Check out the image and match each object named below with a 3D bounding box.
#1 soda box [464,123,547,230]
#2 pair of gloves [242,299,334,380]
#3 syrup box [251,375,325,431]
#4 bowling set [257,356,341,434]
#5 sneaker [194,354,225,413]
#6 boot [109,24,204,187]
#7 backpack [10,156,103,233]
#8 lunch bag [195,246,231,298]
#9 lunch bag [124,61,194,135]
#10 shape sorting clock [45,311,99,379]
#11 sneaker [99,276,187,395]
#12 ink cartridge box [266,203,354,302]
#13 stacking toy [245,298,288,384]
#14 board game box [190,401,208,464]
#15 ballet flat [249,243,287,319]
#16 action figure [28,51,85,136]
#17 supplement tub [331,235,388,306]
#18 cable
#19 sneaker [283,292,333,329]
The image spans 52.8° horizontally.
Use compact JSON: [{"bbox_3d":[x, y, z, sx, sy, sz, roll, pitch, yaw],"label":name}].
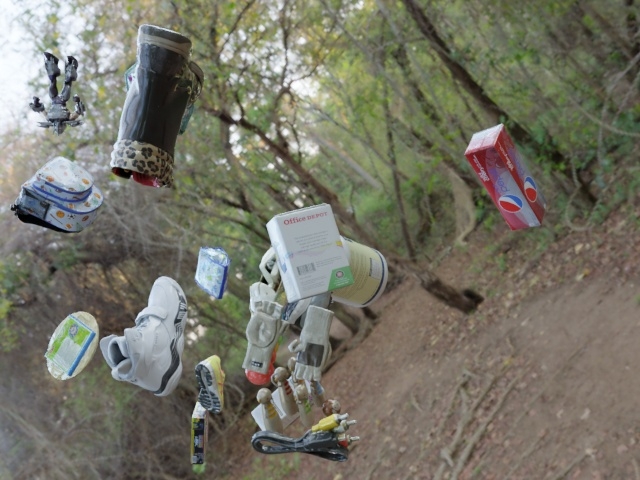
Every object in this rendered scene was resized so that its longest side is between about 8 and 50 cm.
[{"bbox_3d":[0.461,-0.150,1.589,0.083,0.263,0.092,-13,35,43],"label":"soda box"},{"bbox_3d":[-0.085,0.272,1.764,0.042,0.239,0.204,15,-98,-81],"label":"pair of gloves"},{"bbox_3d":[-0.106,0.549,2.183,0.236,0.096,0.093,-40,-32,-3],"label":"syrup box"},{"bbox_3d":[-0.042,0.434,1.869,0.199,0.154,0.287,-8,18,19],"label":"bowling set"},{"bbox_3d":[-0.331,0.453,2.029,0.094,0.081,0.209,-48,-37,-54],"label":"sneaker"},{"bbox_3d":[-0.339,-0.255,1.356,0.377,0.138,0.285,167,115,-79],"label":"boot"},{"bbox_3d":[-0.946,-0.164,2.391,0.213,0.263,0.277,-48,14,33],"label":"backpack"},{"bbox_3d":[-0.354,0.109,2.180,0.096,0.151,0.129,0,-66,-30],"label":"lunch bag"},{"bbox_3d":[-0.593,-0.527,2.400,0.160,0.223,0.262,-58,-5,-29],"label":"lunch bag"},{"bbox_3d":[-0.737,0.313,1.921,0.206,0.206,0.040,-47,-34,2],"label":"shape sorting clock"},{"bbox_3d":[-0.507,0.254,1.867,0.137,0.366,0.210,-22,-32,31],"label":"sneaker"},{"bbox_3d":[-0.027,0.031,1.599,0.154,0.213,0.093,-14,-7,-24],"label":"ink cartridge box"},{"bbox_3d":[-0.185,0.325,2.114,0.141,0.141,0.331,-49,21,40],"label":"stacking toy"},{"bbox_3d":[-0.425,0.679,2.278,0.141,0.048,0.171,-104,17,-81],"label":"board game box"},{"bbox_3d":[-0.153,0.131,1.969,0.123,0.123,0.349,-51,16,59],"label":"ballet flat"},{"bbox_3d":[-0.897,-0.492,2.209,0.185,0.285,0.099,0,-9,-11],"label":"action figure"},{"bbox_3d":[0.068,0.105,2.382,0.324,0.235,0.235,22,-61,-42],"label":"supplement tub"},{"bbox_3d":[-0.035,0.533,1.718,0.287,0.140,0.072,-12,29,19],"label":"cable"},{"bbox_3d":[-0.002,0.142,1.882,0.272,0.108,0.100,-58,14,-18],"label":"sneaker"}]
